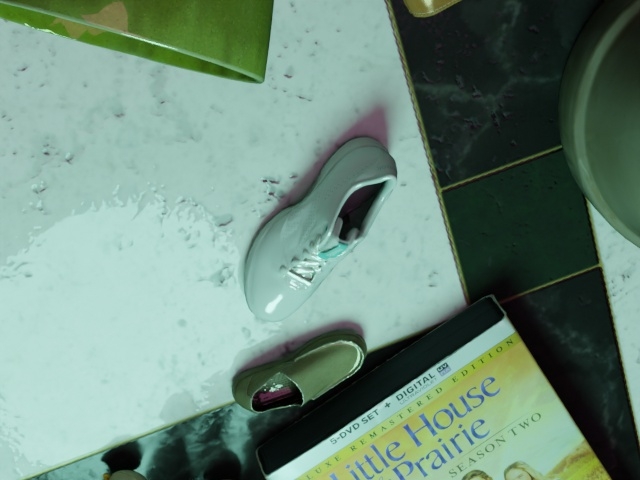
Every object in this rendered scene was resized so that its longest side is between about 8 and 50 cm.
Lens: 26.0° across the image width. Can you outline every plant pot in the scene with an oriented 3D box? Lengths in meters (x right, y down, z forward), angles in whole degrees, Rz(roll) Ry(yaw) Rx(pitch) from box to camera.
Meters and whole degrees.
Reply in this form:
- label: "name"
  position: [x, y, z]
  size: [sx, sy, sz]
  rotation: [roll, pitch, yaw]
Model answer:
- label: "plant pot"
  position: [-0.139, -0.301, 1.095]
  size: [0.275, 0.275, 0.293]
  rotation: [14, 93, -20]
- label: "plant pot"
  position: [0.404, -0.088, 1.264]
  size: [0.323, 0.280, 0.323]
  rotation: [-1, 111, -2]

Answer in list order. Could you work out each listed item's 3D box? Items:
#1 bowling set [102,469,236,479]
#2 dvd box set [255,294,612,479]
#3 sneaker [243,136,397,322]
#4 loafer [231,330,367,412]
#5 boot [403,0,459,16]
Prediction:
- label: "bowling set"
  position: [-0.083, 0.317, 1.439]
  size: [0.200, 0.287, 0.154]
  rotation: [-22, 138, -53]
- label: "dvd box set"
  position: [0.167, 0.299, 1.533]
  size: [0.308, 0.062, 0.420]
  rotation: [-33, 117, 2]
- label: "sneaker"
  position: [0.000, 0.000, 1.338]
  size: [0.080, 0.094, 0.212]
  rotation: [29, 104, -25]
- label: "loafer"
  position: [-0.017, 0.142, 1.421]
  size: [0.148, 0.050, 0.056]
  rotation: [-25, 117, -2]
- label: "boot"
  position: [0.148, -0.345, 1.218]
  size: [0.283, 0.109, 0.220]
  rotation: [-37, 125, -8]
